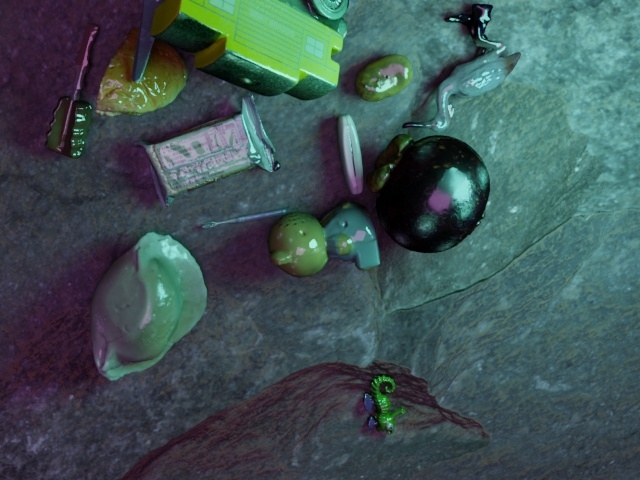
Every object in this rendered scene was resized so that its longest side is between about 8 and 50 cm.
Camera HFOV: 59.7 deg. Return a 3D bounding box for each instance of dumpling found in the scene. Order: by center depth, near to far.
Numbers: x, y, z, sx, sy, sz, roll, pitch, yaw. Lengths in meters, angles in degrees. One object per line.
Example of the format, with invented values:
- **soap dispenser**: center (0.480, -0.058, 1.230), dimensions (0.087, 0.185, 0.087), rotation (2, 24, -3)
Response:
- **dumpling**: center (-0.428, 0.180, 1.361), dimensions (0.270, 0.212, 0.320), rotation (39, 112, -18)

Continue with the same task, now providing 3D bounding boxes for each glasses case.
- **glasses case**: center (0.072, -0.206, 1.342), dimensions (0.049, 0.074, 0.194), rotation (-13, 109, -4)

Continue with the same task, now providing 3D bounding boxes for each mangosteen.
- **mangosteen**: center (0.245, -0.114, 1.290), dimensions (0.287, 0.288, 0.288), rotation (-1, 108, -4)

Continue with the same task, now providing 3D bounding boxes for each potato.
- **potato**: center (0.146, -0.375, 1.295), dimensions (0.137, 0.070, 0.092), rotation (-24, 103, 2)

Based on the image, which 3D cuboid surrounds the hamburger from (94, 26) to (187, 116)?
- **hamburger**: center (-0.380, -0.341, 1.179), dimensions (0.155, 0.208, 0.135), rotation (22, 130, -7)

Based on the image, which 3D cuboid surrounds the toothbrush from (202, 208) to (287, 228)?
- **toothbrush**: center (-0.190, -0.055, 1.400), dimensions (0.219, 0.019, 0.016), rotation (-10, 104, -1)

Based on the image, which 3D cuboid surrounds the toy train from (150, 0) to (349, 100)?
- **toy train**: center (-0.126, -0.441, 1.108), dimensions (0.441, 0.179, 0.273), rotation (13, 82, -39)

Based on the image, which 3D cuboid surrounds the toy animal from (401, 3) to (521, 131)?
- **toy animal**: center (0.339, -0.375, 1.301), dimensions (0.195, 0.090, 0.324), rotation (22, 96, -5)

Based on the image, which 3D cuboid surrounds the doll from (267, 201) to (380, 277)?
- **doll**: center (0.000, 0.000, 1.352), dimensions (0.260, 0.177, 0.162), rotation (-12, 113, -3)

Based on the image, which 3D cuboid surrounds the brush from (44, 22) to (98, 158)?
- **brush**: center (-0.548, -0.337, 1.258), dimensions (0.084, 0.071, 0.301), rotation (18, 101, -7)

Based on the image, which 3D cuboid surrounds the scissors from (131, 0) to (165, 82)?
- **scissors**: center (-0.322, -0.531, 1.131), dimensions (0.192, 0.029, 0.448), rotation (12, 84, 4)

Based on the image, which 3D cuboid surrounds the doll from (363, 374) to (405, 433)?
- **doll**: center (0.180, 0.471, 1.588), dimensions (0.115, 0.050, 0.190), rotation (-11, 107, 3)

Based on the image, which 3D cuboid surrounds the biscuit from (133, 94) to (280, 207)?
- **biscuit**: center (-0.267, -0.200, 1.315), dimensions (0.308, 0.079, 0.186), rotation (-21, 111, 2)
